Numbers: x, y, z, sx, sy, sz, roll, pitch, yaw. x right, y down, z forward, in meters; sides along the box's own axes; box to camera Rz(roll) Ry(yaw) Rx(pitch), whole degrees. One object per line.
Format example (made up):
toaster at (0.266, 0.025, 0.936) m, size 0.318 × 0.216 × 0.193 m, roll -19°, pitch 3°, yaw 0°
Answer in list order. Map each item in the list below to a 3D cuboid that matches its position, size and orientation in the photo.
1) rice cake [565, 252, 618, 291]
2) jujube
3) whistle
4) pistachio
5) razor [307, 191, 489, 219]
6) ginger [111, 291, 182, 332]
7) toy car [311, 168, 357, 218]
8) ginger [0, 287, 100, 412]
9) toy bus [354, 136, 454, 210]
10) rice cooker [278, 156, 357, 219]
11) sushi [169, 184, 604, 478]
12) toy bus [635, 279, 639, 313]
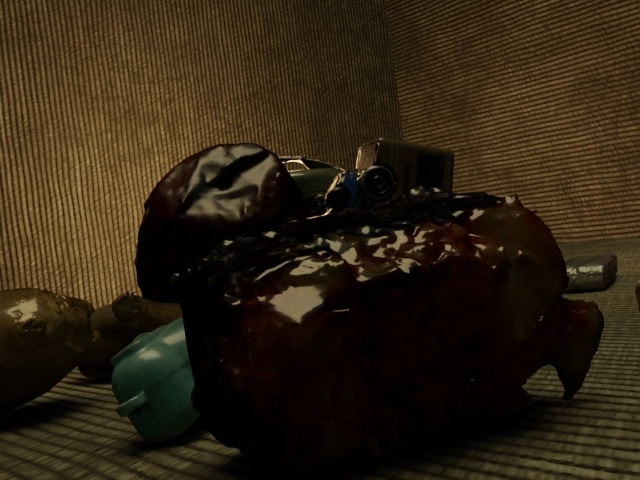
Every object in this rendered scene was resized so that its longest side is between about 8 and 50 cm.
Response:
rice cake at (0.514, 0.060, 1.551) m, size 0.106 × 0.050 × 0.298 m, roll -7°, pitch 0°, yaw 25°
jujube at (-0.163, 0.018, 1.276) m, size 0.258 × 0.377 × 0.258 m, roll 13°, pitch 38°, yaw -10°
whistle at (-0.115, 0.110, 0.778) m, size 0.186 × 0.093 × 0.274 m, roll -35°, pitch -1°, yaw 24°
pistachio at (-0.294, 0.138, 1.117) m, size 0.149 × 0.113 × 0.113 m, roll -6°, pitch 1°, yaw 26°
razor at (0.139, 0.031, 1.334) m, size 0.349 × 0.204 × 0.113 m, roll -6°, pitch -13°, yaw 17°
ginger at (-0.127, 0.116, 1.092) m, size 0.333 × 0.081 × 0.148 m, roll 9°, pitch 7°, yaw -31°
toy car at (0.000, 0.000, 1.135) m, size 0.063 × 0.216 × 0.103 m, roll 31°, pitch -9°, yaw -9°
ginger at (-0.447, 0.134, 0.919) m, size 0.375 × 0.166 × 0.236 m, roll -1°, pitch 10°, yaw 5°
toy bus at (0.113, 0.001, 1.194) m, size 0.157 × 0.290 × 0.139 m, roll 5°, pitch -4°, yaw -12°
rice cooker at (-0.064, -0.006, 1.612) m, size 0.335 × 0.325 × 0.335 m, roll -7°, pitch 0°, yaw 0°
sushi at (0.065, 0.070, 0.618) m, size 0.343 × 0.196 × 0.182 m, roll -13°, pitch 22°, yaw -30°
toy bus at (0.484, 0.050, 0.766) m, size 0.342 × 0.097 × 0.138 m, roll -9°, pitch -6°, yaw -13°
